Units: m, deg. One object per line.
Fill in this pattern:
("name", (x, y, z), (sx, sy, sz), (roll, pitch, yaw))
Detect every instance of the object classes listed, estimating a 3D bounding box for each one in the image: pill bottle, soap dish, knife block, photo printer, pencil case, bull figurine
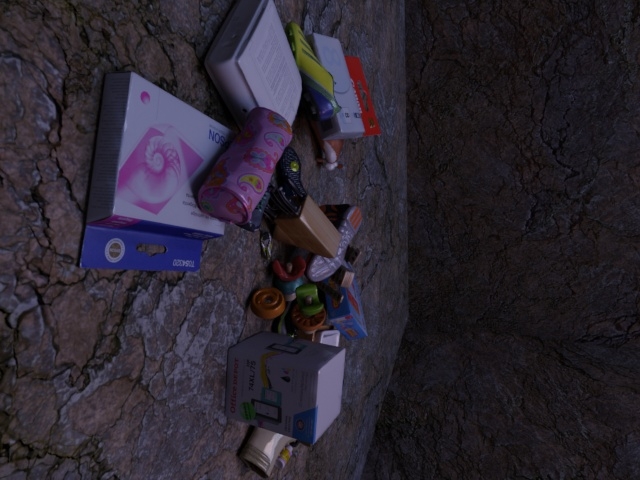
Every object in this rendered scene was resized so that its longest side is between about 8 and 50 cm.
("pill bottle", (-0.129, 0.756, 1.508), (0.083, 0.043, 0.044), (-34, 127, -63))
("soap dish", (-0.028, 0.455, 1.586), (0.229, 0.118, 0.291), (25, 72, -68))
("knife block", (-0.050, -0.071, 1.240), (0.242, 0.275, 0.088), (119, -9, -61))
("photo printer", (-0.145, -0.398, 1.073), (0.308, 0.107, 0.256), (62, 39, -56))
("pencil case", (-0.153, -0.164, 0.927), (0.124, 0.124, 0.284), (73, 28, -45))
("bull figurine", (0.029, -0.399, 1.531), (0.310, 0.101, 0.189), (67, 32, -52))

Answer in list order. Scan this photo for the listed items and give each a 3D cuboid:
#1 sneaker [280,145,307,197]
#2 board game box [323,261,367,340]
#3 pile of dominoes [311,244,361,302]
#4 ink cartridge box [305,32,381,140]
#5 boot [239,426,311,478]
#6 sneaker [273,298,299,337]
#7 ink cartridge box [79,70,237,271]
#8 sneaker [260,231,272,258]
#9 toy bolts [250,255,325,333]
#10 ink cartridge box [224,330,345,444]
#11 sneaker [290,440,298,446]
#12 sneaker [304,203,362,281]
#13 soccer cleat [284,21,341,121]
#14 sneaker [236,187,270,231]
("sneaker", (-0.097, -0.184, 1.334), (0.069, 0.082, 0.210), (-18, 97, -37))
("board game box", (0.091, 0.209, 1.716), (0.308, 0.086, 0.302), (58, 20, -58))
("pile of dominoes", (0.038, 0.092, 1.521), (0.040, 0.251, 0.196), (16, 95, -30))
("ink cartridge box", (0.100, -0.507, 1.452), (0.384, 0.091, 0.309), (-21, 95, -50))
("boot", (-0.129, 0.642, 1.345), (0.262, 0.095, 0.204), (53, 44, -31))
("sneaker", (-0.072, 0.248, 1.444), (0.235, 0.097, 0.084), (-59, 148, -48))
("ink cartridge box", (-0.290, -0.101, 0.840), (0.324, 0.071, 0.331), (12, 83, -69))
("sneaker", (-0.158, 0.012, 1.264), (0.035, 0.031, 0.084), (-64, 159, -70))
("toy bolts", (-0.106, 0.182, 1.308), (0.229, 0.218, 0.159), (-108, -164, -45))
("ink cartridge box", (-0.095, 0.391, 1.188), (0.197, 0.269, 0.198), (-8, 103, -67))
("sneaker", (-0.073, 0.697, 1.593), (0.170, 0.051, 0.089), (-52, 162, -53))
("sneaker", (0.000, 0.000, 1.472), (0.321, 0.180, 0.125), (-54, 135, -30))
("soccer cleat", (-0.026, -0.490, 1.252), (0.121, 0.093, 0.289), (-22, 94, -21))
("sneaker", (-0.166, -0.093, 1.039), (0.098, 0.083, 0.224), (-60, -167, 13))
